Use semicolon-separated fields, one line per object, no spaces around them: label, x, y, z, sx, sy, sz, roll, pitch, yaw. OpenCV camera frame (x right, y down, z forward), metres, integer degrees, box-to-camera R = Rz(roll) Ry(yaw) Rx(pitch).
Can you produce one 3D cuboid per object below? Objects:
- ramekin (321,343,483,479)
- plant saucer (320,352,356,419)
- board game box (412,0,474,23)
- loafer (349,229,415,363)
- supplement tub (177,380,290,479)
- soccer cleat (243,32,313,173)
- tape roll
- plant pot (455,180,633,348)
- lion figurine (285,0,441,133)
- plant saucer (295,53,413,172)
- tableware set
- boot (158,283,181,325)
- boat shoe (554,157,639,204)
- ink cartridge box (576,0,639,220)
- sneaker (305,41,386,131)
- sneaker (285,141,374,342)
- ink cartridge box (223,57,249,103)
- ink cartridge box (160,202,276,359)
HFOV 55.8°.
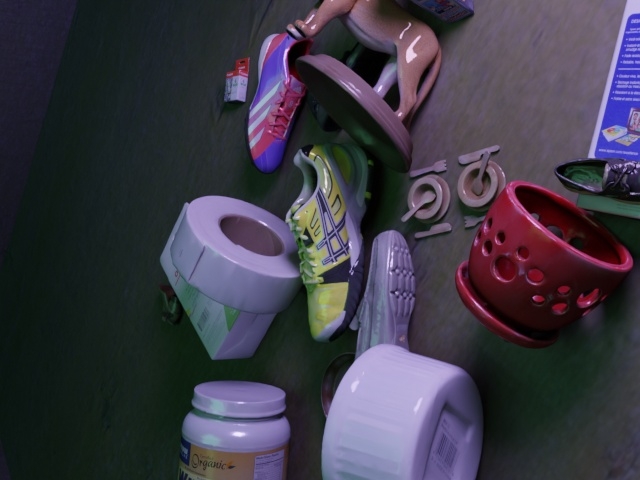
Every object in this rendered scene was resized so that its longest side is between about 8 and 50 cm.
ramekin;0.137;0.304;0.914;0.135;0.277;0.277;4;88;39
plant saucer;0.067;0.299;1.160;0.168;0.029;0.168;-6;82;47
board game box;0.191;-0.474;1.025;0.060;0.194;0.194;-7;60;49
loafer;0.101;0.141;1.071;0.111;0.112;0.319;-2;78;36
supplement tub;-0.182;0.470;1.263;0.228;0.228;0.316;3;88;47
soccer cleat;-0.089;-0.306;1.347;0.116;0.108;0.318;8;89;43
tape roll;-0.161;0.025;1.250;0.286;0.286;0.100;50;121;38
plant pot;0.291;0.038;0.833;0.191;0.191;0.174;54;126;36
lion figurine;0.101;-0.389;1.076;0.240;0.392;0.142;-45;16;-1
plant saucer;0.066;-0.228;1.071;0.041;0.278;0.278;-46;49;-1
tableware set;0.221;-0.084;1.031;0.194;0.039;0.128;-14;75;46
boot;-0.431;0.183;1.702;0.118;0.042;0.087;29;109;45
boat shoe;0.372;-0.077;0.769;0.152;0.049;0.056;7;91;47
ink cartridge box;0.454;-0.187;0.774;0.165;0.065;0.333;19;101;47
sneaker;0.041;-0.345;1.220;0.130;0.087;0.227;56;130;27
sneaker;0.000;0.000;1.158;0.145;0.147;0.385;164;111;-66
ink cartridge box;-0.215;-0.410;1.545;0.063;0.029;0.115;6;91;48
ink cartridge box;-0.246;0.089;1.455;0.353;0.119;0.207;51;122;36
